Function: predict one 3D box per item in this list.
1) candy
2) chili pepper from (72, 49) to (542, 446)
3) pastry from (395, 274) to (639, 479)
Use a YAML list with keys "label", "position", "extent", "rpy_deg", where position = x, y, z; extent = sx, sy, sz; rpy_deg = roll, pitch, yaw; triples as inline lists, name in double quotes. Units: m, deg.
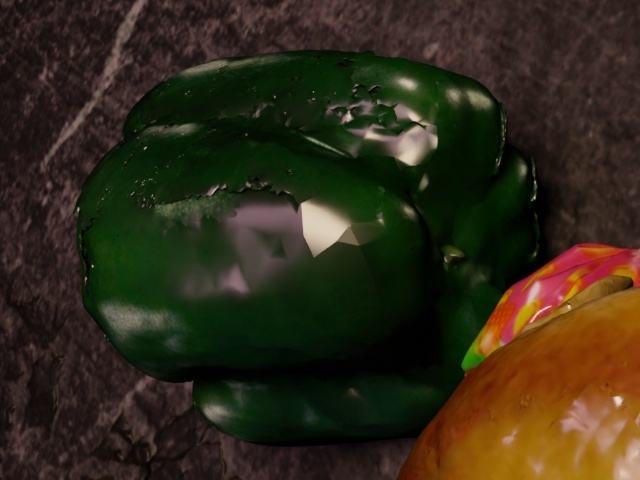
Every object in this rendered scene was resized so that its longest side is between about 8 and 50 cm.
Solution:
- label: "candy"
  position: [0.214, -0.036, 0.986]
  extent: [0.365, 0.124, 0.124]
  rpy_deg: [-58, 43, 9]
- label: "chili pepper"
  position: [0.000, 0.000, 1.112]
  extent: [0.257, 0.248, 0.233]
  rpy_deg: [-6, 64, 41]
- label: "pastry"
  position: [0.177, 0.175, 0.839]
  extent: [0.356, 0.164, 0.356]
  rpy_deg: [29, 139, 29]
